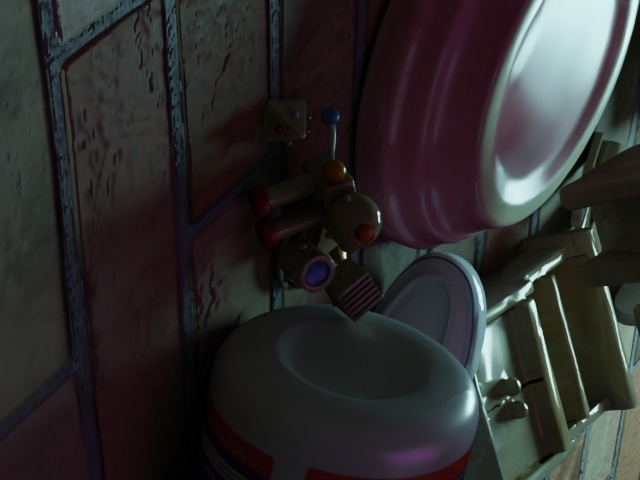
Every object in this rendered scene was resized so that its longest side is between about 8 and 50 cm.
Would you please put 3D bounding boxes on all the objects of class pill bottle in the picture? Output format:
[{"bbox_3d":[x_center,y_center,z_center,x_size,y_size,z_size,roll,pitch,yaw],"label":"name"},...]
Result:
[{"bbox_3d":[-0.009,0.218,1.338,0.181,0.181,0.323,-29,138,-53],"label":"pill bottle"}]

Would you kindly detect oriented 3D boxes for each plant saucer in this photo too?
[{"bbox_3d":[0.147,-0.139,1.436,0.332,0.084,0.332,-45,150,-36],"label":"plant saucer"}]

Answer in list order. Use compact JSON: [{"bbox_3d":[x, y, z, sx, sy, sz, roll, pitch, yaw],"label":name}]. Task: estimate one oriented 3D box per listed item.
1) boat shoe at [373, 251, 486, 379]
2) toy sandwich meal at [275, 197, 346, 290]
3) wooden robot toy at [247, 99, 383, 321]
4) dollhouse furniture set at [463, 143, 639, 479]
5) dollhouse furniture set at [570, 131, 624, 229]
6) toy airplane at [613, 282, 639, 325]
[{"bbox_3d":[0.047,0.129,1.472,0.258,0.095,0.084,-69,160,5],"label":"boat shoe"},{"bbox_3d":[0.000,0.000,1.333,0.085,0.029,0.085,-45,149,-37],"label":"toy sandwich meal"},{"bbox_3d":[0.006,-0.008,1.244,0.076,0.079,0.173,-27,126,-18],"label":"wooden robot toy"},{"bbox_3d":[0.300,0.092,1.547,0.256,0.394,0.362,-30,107,-52],"label":"dollhouse furniture set"},{"bbox_3d":[0.308,-0.023,1.751,0.144,0.151,0.123,86,20,-43],"label":"dollhouse furniture set"},{"bbox_3d":[0.503,0.063,1.999,0.272,0.384,0.386,115,-32,-61],"label":"toy airplane"}]
